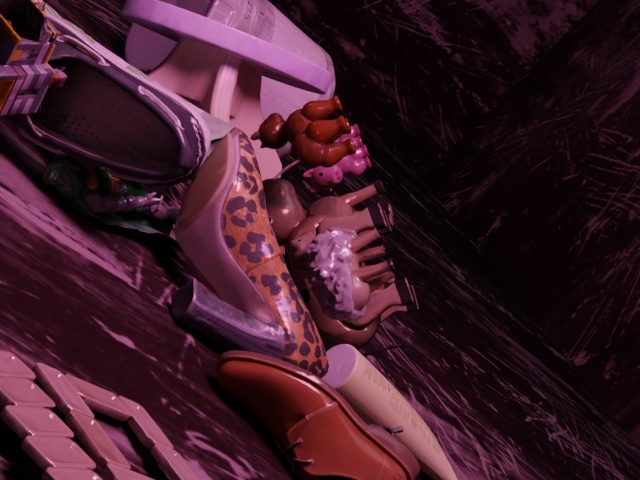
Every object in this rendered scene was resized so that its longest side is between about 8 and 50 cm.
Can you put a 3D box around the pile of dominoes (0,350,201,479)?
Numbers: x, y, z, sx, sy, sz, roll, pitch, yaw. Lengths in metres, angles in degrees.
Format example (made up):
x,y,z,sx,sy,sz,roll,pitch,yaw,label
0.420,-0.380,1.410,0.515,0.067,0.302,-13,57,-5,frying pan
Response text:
x,y,z,sx,sy,sz,roll,pitch,yaw,label
-0.136,0.168,0.907,0.196,0.040,0.251,33,7,-47,pile of dominoes

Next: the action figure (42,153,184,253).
x,y,z,sx,sy,sz,roll,pitch,yaw,label
-0.207,-0.052,1.399,0.137,0.063,0.232,51,15,18,action figure

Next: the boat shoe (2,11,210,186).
x,y,z,sx,sy,sz,roll,pitch,yaw,label
-0.246,-0.144,1.299,0.302,0.114,0.091,22,10,2,boat shoe

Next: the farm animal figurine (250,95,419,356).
x,y,z,sx,sy,sz,roll,pitch,yaw,label
0.000,0.000,1.673,0.330,0.172,0.327,57,14,-62,farm animal figurine

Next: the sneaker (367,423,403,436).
x,y,z,sx,sy,sz,roll,pitch,yaw,label
0.060,0.209,1.365,0.098,0.069,0.038,34,15,-47,sneaker

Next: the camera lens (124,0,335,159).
x,y,z,sx,sy,sz,roll,pitch,yaw,label
-0.129,-0.260,2.081,0.274,0.219,0.219,37,12,-37,camera lens

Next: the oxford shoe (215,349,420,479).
x,y,z,sx,sy,sz,roll,pitch,yaw,label
-0.012,0.175,1.241,0.212,0.076,0.076,35,50,0,oxford shoe

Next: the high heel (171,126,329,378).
x,y,z,sx,sy,sz,roll,pitch,yaw,label
-0.057,0.018,1.424,0.186,0.093,0.261,34,46,-30,high heel

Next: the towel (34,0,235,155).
x,y,z,sx,sy,sz,roll,pitch,yaw,label
-0.256,-0.184,1.492,0.325,0.038,0.248,32,18,7,towel

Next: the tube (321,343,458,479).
x,y,z,sx,sy,sz,roll,pitch,yaw,label
0.084,0.205,1.543,0.240,0.062,0.070,44,52,-35,tube

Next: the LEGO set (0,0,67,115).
x,y,z,sx,sy,sz,roll,pitch,yaw,label
-0.320,-0.256,1.182,0.331,0.255,0.192,41,30,26,LEGO set

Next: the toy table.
x,y,z,sx,sy,sz,roll,pitch,yaw,label
-0.137,-0.182,1.716,0.274,0.161,0.252,21,0,-10,toy table
